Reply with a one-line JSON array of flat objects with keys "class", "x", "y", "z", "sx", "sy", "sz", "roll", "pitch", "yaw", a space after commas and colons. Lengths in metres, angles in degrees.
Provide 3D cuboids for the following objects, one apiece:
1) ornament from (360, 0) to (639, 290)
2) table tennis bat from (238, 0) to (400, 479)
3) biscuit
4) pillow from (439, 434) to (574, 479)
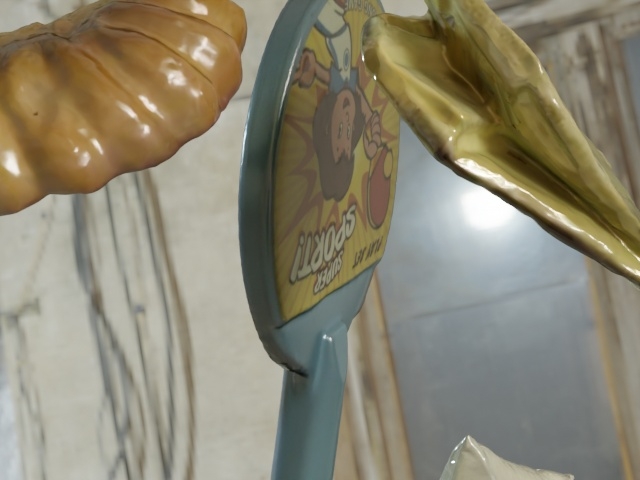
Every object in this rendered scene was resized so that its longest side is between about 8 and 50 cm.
[{"class": "ornament", "x": 0.106, "y": -0.037, "z": 0.677, "sx": 0.059, "sy": 0.180, "sz": 0.201, "roll": -43, "pitch": -16, "yaw": 11}, {"class": "table tennis bat", "x": 0.000, "y": 0.000, "z": 0.894, "sx": 0.044, "sy": 0.329, "sz": 0.215, "roll": 9, "pitch": 15, "yaw": 20}, {"class": "biscuit", "x": -0.116, "y": -0.065, "z": 0.618, "sx": 0.183, "sy": 0.061, "sz": 0.118, "roll": -16, "pitch": 33, "yaw": -5}, {"class": "pillow", "x": 0.097, "y": 0.276, "z": 1.180, "sx": 0.144, "sy": 0.254, "sz": 0.078, "roll": 31, "pitch": 5, "yaw": -36}]
